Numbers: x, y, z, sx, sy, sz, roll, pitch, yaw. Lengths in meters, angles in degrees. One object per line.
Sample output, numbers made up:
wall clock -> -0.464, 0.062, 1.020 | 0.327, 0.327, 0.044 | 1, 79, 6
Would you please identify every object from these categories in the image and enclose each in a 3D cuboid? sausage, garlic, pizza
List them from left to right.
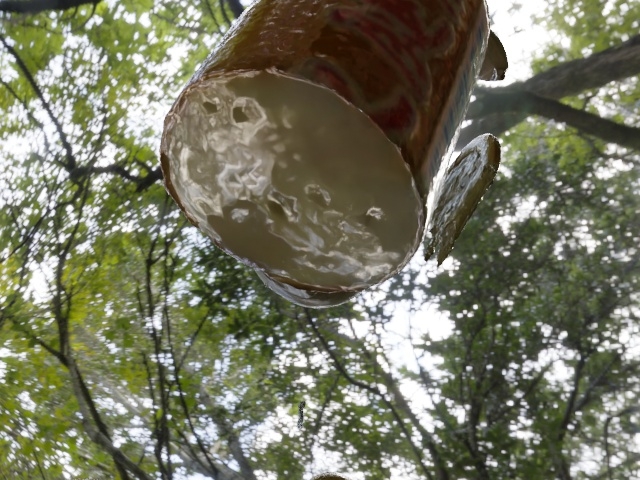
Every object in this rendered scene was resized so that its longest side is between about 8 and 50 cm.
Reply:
sausage -> 0.019, -0.131, 0.615 | 0.233, 0.233, 0.287 | 40, -129, -18
pizza -> 0.238, -0.072, 1.204 | 0.034, 0.181, 0.262 | 21, -70, -10
garlic -> 0.287, -0.372, 1.313 | 0.087, 0.195, 0.101 | -18, -56, -42

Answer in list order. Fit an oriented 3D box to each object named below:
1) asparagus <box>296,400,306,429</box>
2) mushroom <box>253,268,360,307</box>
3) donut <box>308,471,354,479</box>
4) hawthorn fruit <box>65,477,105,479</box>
asparagus -> -0.036, 0.317, 1.228 | 0.016, 0.163, 0.016 | 20, -119, 9
mushroom -> 0.000, 0.000, 1.269 | 0.297, 0.290, 0.298 | -1, -71, -1
donut -> 0.012, 0.486, 1.210 | 0.151, 0.058, 0.152 | 0, -117, 1
hawthorn fruit -> -0.257, 0.347, 0.736 | 0.251, 0.199, 0.199 | -26, -84, 3
